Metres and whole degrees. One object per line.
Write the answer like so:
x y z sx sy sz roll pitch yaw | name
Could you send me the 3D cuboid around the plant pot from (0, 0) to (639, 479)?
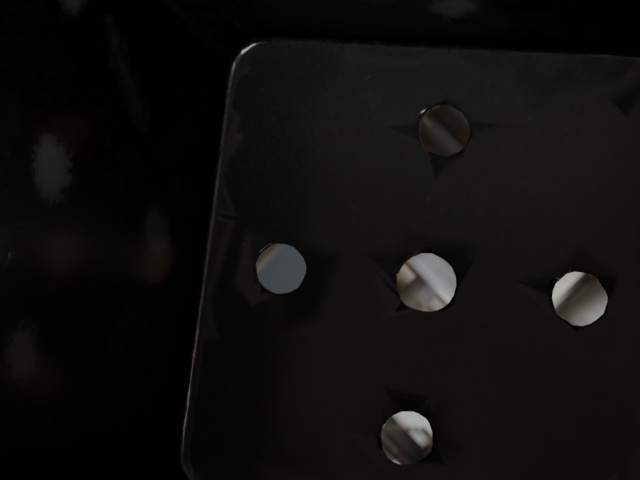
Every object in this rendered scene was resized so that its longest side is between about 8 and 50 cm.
0.000 0.000 0.327 0.167 0.188 0.187 26 70 -71 | plant pot
